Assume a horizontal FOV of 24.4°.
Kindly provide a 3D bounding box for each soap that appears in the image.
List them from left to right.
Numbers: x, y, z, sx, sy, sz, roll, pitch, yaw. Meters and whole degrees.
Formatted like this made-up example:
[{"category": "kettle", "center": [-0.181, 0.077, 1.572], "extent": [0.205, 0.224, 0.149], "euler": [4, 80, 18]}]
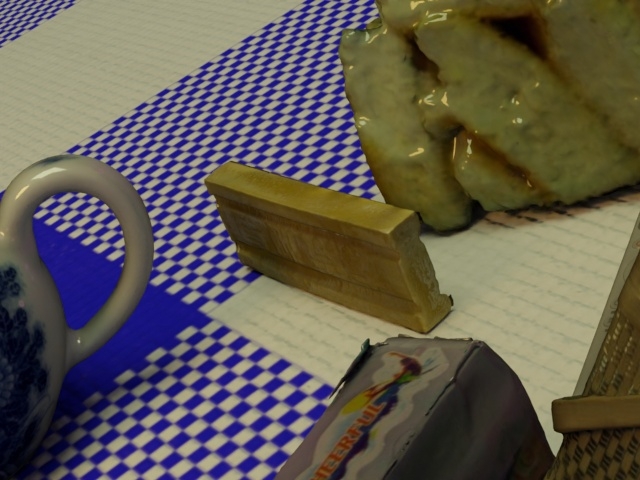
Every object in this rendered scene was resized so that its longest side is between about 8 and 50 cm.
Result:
[{"category": "soap", "center": [-0.001, 0.000, 1.151], "extent": [0.037, 0.092, 0.252], "euler": [-36, 29, -26]}]

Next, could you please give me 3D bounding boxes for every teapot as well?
[{"category": "teapot", "center": [-0.326, 0.059, 1.103], "extent": [0.424, 0.280, 0.252], "euler": [-23, 28, 0]}]

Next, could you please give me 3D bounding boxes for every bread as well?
[{"category": "bread", "center": [0.210, -0.192, 1.146], "extent": [0.395, 0.264, 0.239], "euler": [-9, 26, 29]}]

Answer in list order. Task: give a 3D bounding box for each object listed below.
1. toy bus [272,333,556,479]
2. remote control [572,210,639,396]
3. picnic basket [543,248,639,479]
[{"category": "toy bus", "center": [0.011, 0.185, 0.763], "extent": [0.112, 0.138, 0.317], "euler": [-3, 32, 38]}, {"category": "remote control", "center": [0.223, 0.034, 0.979], "extent": [0.067, 0.029, 0.261], "euler": [-7, 32, 31]}, {"category": "picnic basket", "center": [0.225, 0.118, 0.583], "extent": [0.165, 0.139, 0.266], "euler": [-5, 37, -32]}]
